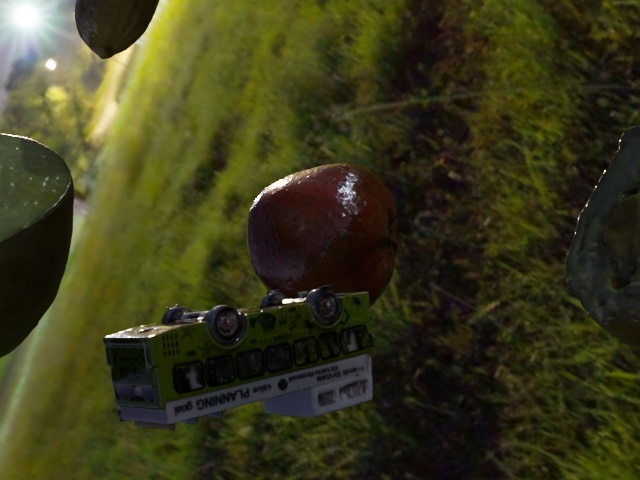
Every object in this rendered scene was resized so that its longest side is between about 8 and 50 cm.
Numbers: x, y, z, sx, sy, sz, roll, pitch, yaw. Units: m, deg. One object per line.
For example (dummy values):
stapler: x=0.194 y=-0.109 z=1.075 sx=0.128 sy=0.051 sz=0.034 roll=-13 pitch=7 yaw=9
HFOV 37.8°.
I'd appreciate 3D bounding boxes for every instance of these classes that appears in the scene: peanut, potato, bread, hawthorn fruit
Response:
peanut: x=-0.302 y=-0.428 z=1.473 sx=0.319 sy=0.147 sz=0.148 roll=-56 pitch=16 yaw=41
potato: x=-0.463 y=0.041 z=1.387 sx=0.330 sy=0.212 sz=0.280 roll=-98 pitch=9 yaw=-50
bread: x=0.352 y=0.018 z=0.793 sx=0.196 sy=0.252 sz=0.239 roll=29 pitch=98 yaw=48
hawthorn fruit: x=0.000 y=0.000 z=1.609 sx=0.299 sy=0.275 sz=0.275 roll=2 pitch=61 yaw=39

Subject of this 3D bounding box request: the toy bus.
toy bus: x=-0.075 y=0.129 z=1.005 sx=0.113 sy=0.301 sz=0.139 roll=-8 pitch=89 yaw=48
